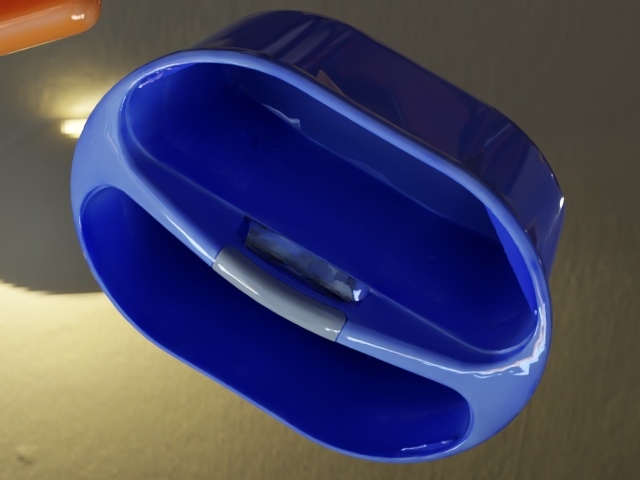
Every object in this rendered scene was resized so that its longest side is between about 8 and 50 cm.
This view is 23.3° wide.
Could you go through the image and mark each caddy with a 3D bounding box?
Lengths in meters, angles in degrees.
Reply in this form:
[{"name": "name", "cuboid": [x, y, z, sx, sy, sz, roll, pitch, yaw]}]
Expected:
[{"name": "caddy", "cuboid": [0.000, 0.000, 1.037, 0.341, 0.241, 0.179, 30, -147, 5]}]

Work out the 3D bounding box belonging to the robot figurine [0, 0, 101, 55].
[{"name": "robot figurine", "cuboid": [-0.157, -0.203, 0.795, 0.158, 0.128, 0.219, 11, -120, -29]}]
